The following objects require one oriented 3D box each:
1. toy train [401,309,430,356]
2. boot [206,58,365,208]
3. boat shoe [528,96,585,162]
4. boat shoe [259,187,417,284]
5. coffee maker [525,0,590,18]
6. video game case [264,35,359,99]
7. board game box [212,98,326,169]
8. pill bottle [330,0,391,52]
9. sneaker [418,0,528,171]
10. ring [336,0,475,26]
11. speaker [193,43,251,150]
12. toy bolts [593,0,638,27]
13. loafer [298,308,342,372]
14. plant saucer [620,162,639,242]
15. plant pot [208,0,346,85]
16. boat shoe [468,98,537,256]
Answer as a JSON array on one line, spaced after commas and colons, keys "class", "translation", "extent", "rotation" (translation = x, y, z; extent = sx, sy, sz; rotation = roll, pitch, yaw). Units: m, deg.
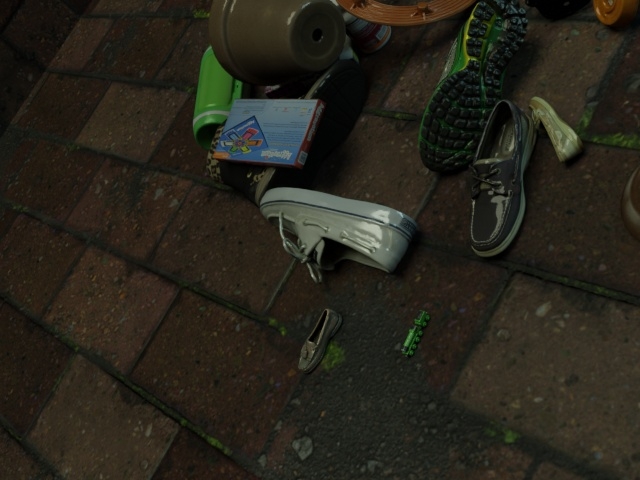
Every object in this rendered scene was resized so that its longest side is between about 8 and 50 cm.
[{"class": "toy train", "translation": [0.158, 0.155, 1.475], "extent": [0.017, 0.024, 0.083], "rotation": [11, 69, 48]}, {"class": "boot", "translation": [-0.086, -0.246, 1.939], "extent": [0.284, 0.138, 0.377], "rotation": [23, 84, 50]}, {"class": "boat shoe", "translation": [0.390, -0.190, 1.493], "extent": [0.048, 0.056, 0.153], "rotation": [-37, 48, 10]}, {"class": "boat shoe", "translation": [0.006, 0.004, 1.670], "extent": [0.367, 0.136, 0.156], "rotation": [13, 73, 38]}, {"class": "coffee maker", "translation": [0.432, -0.532, 1.621], "extent": [0.120, 0.171, 0.178], "rotation": [-3, 60, 20]}, {"class": "video game case", "translation": [-0.029, -0.453, 2.060], "extent": [0.232, 0.042, 0.210], "rotation": [-18, 56, 21]}, {"class": "board game box", "translation": [-0.112, -0.225, 1.827], "extent": [0.281, 0.027, 0.145], "rotation": [11, 77, 48]}, {"class": "pill bottle", "translation": [0.082, -0.491, 1.943], "extent": [0.086, 0.152, 0.086], "rotation": [-25, 45, 29]}, {"class": "sneaker", "translation": [0.280, -0.281, 1.641], "extent": [0.343, 0.134, 0.146], "rotation": [-65, 4, -6]}, {"class": "ring", "translation": [0.186, -0.568, 1.865], "extent": [0.337, 0.032, 0.336], "rotation": [-5, 50, 5]}, {"class": "speaker", "translation": [-0.243, -0.361, 2.180], "extent": [0.131, 0.131, 0.296], "rotation": [-24, 46, 30]}, {"class": "toy bolts", "translation": [0.561, -0.503, 1.527], "extent": [0.159, 0.218, 0.228], "rotation": [-10, 48, -15]}, {"class": "loafer", "translation": [-0.009, 0.181, 1.604], "extent": [0.045, 0.039, 0.125], "rotation": [23, 78, 49]}, {"class": "plant saucer", "translation": [0.530, -0.078, 1.286], "extent": [0.199, 0.036, 0.198], "rotation": [-25, 46, 28]}, {"class": "plant pot", "translation": [-0.073, -0.446, 1.863], "extent": [0.229, 0.263, 0.263], "rotation": [27, 81, 50]}, {"class": "boat shoe", "translation": [0.296, -0.111, 1.491], "extent": [0.103, 0.092, 0.285], "rotation": [-2, 59, 43]}]
